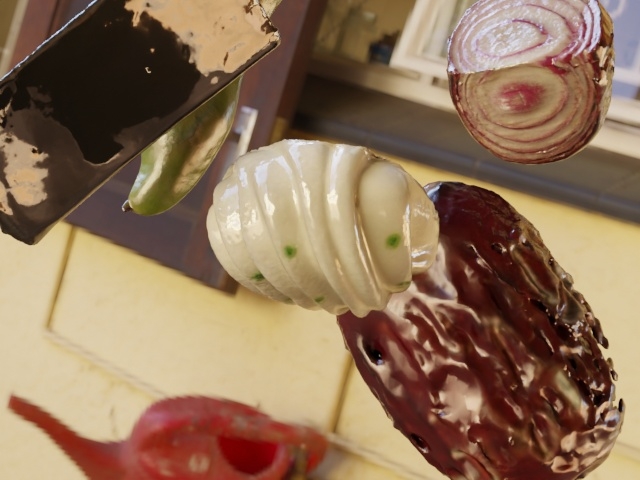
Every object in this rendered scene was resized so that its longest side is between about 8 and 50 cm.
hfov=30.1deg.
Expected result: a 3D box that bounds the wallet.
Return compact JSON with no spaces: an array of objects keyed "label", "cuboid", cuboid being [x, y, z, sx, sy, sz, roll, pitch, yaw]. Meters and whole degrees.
[{"label":"wallet","cuboid":[-0.165,-0.124,0.952,0.030,0.285,0.146,39,-14,39]}]

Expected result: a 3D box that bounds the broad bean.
[{"label":"broad bean","cuboid":[-0.094,-0.161,1.105,0.075,0.325,0.067,36,-12,-25]}]

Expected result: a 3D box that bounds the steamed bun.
[{"label":"steamed bun","cuboid":[0.000,0.000,0.892,0.183,0.106,0.183,9,-17,3]}]

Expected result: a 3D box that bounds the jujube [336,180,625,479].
[{"label":"jujube","cuboid":[0.169,0.109,1.316,0.376,0.258,0.258,59,20,19]}]

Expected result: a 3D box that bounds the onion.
[{"label":"onion","cuboid":[0.286,-0.227,1.588,0.216,0.206,0.207,-1,-43,17]}]
